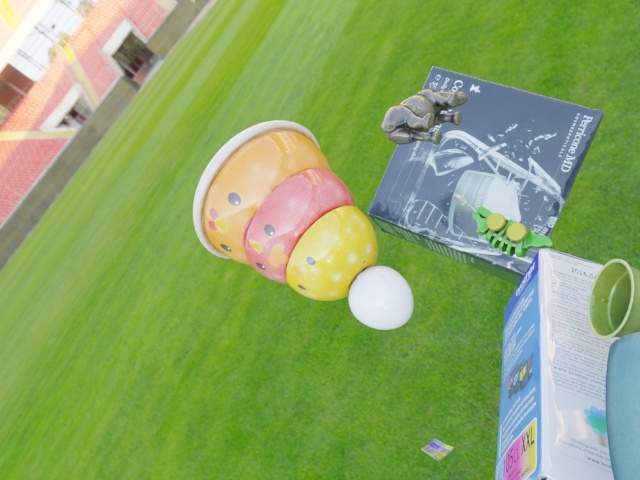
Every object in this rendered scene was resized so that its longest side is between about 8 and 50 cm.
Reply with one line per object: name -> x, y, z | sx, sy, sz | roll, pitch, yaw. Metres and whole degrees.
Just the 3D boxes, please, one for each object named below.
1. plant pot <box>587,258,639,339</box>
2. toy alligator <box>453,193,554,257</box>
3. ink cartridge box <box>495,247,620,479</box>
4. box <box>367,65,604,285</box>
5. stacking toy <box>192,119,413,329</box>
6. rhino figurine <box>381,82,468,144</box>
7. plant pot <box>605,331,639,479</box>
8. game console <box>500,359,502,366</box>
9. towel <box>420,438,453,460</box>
plant pot -> 0.331, 0.068, 0.471 | 0.083, 0.079, 0.084 | 13, -90, -84
toy alligator -> 0.282, -0.018, 0.759 | 0.189, 0.056, 0.051 | 36, 102, 41
ink cartridge box -> 0.374, 0.178, 0.571 | 0.396, 0.269, 0.151 | -62, -14, -44
box -> 0.464, -0.179, 1.375 | 0.471, 0.297, 0.480 | 23, 89, 19
stacking toy -> 0.000, 0.000, 0.955 | 0.480, 0.350, 0.351 | 39, 91, 31
rhino figurine -> 0.197, -0.237, 0.846 | 0.106, 0.073, 0.243 | 11, 36, 35
plant pot -> 0.310, 0.192, 0.258 | 0.290, 0.290, 0.196 | -2, 62, 55
game console -> 0.646, 0.444, 1.285 | 0.044, 0.213, 0.361 | -50, 41, 1
towel -> 0.319, 0.569, 1.273 | 0.060, 0.083, 0.010 | 14, 103, 43
